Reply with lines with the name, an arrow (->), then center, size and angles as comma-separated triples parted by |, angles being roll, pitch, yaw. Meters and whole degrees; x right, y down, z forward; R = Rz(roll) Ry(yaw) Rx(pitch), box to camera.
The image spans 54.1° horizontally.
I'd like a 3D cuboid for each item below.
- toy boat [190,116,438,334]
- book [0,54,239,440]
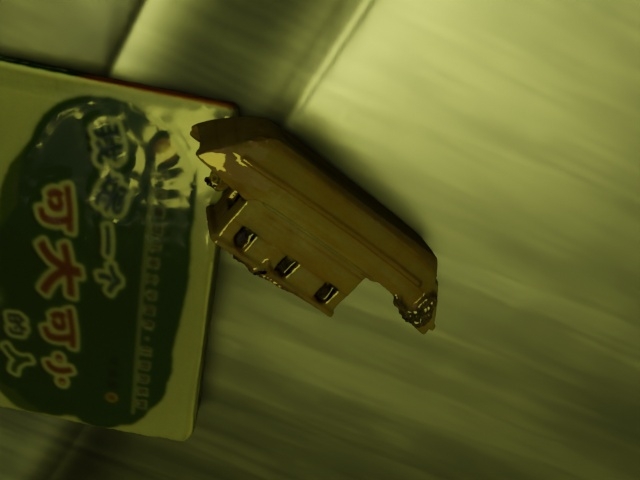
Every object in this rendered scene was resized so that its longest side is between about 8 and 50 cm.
toy boat -> 0.000, 0.000, 0.388 | 0.200, 0.057, 0.077 | 34, 104, -27
book -> -0.254, -0.003, 0.431 | 0.371, 0.043, 0.260 | 11, 114, 0
